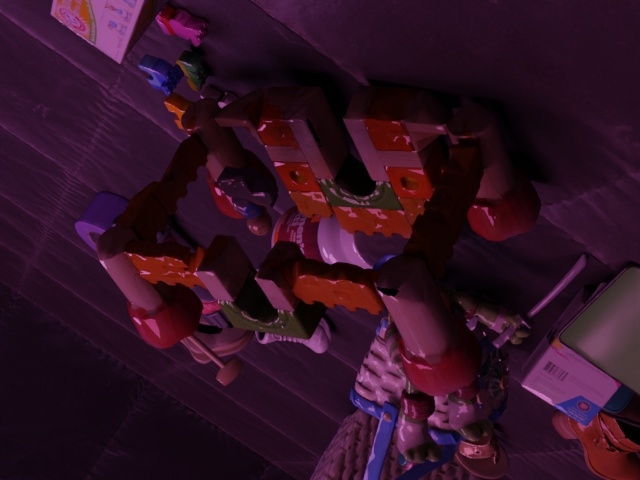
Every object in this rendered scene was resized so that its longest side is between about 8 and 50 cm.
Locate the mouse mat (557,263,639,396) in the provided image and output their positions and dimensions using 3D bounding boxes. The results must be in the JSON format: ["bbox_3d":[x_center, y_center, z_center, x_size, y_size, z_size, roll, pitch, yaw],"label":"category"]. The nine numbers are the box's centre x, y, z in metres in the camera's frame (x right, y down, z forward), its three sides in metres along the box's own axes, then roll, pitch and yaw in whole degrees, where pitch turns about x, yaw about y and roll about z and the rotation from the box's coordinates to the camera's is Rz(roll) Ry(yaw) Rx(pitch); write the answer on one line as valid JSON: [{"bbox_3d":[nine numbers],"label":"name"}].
[{"bbox_3d":[0.408,0.125,1.366,0.190,0.007,0.152,34,125,-6],"label":"mouse mat"}]

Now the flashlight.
[{"bbox_3d":[-0.260,0.041,2.139,0.103,0.103,0.304,15,150,49],"label":"flashlight"}]

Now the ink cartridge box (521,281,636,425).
[{"bbox_3d":[0.353,0.136,1.436,0.104,0.181,0.061,32,-157,-1],"label":"ink cartridge box"}]

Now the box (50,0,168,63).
[{"bbox_3d":[-0.226,-0.303,1.262,0.103,0.114,0.203,35,161,-8],"label":"box"}]

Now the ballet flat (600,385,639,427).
[{"bbox_3d":[0.429,0.212,1.544,0.280,0.095,0.096,34,175,-5],"label":"ballet flat"}]

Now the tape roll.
[{"bbox_3d":[-0.389,-0.009,2.218,0.189,0.080,0.189,28,160,11],"label":"tape roll"}]

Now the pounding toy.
[{"bbox_3d":[-0.225,0.156,2.293,0.269,0.154,0.155,46,164,19],"label":"pounding toy"}]

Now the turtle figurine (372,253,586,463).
[{"bbox_3d":[0.176,0.152,1.397,0.275,0.198,0.266,6,117,25],"label":"turtle figurine"}]

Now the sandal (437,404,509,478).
[{"bbox_3d":[0.291,0.375,2.116,0.240,0.088,0.079,44,157,-14],"label":"sandal"}]

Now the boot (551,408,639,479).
[{"bbox_3d":[0.476,0.324,1.757,0.197,0.073,0.152,35,155,-16],"label":"boot"}]

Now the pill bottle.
[{"bbox_3d":[0.030,-0.001,1.573,0.121,0.121,0.221,40,158,-21],"label":"pill bottle"}]

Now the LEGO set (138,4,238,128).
[{"bbox_3d":[-0.154,-0.196,1.443,0.093,0.087,0.227,20,158,28],"label":"LEGO set"}]

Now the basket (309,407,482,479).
[{"bbox_3d":[0.139,0.573,2.441,0.328,0.331,0.266,30,158,4],"label":"basket"}]

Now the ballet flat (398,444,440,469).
[{"bbox_3d":[0.191,0.373,2.151,0.079,0.077,0.221,31,-159,-15],"label":"ballet flat"}]

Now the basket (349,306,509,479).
[{"bbox_3d":[0.159,0.240,1.652,0.201,0.255,0.289,27,118,28],"label":"basket"}]

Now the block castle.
[{"bbox_3d":[0.000,0.000,1.291,0.453,0.303,0.213,5,143,32],"label":"block castle"}]

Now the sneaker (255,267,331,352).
[{"bbox_3d":[-0.072,0.157,2.089,0.090,0.115,0.232,6,147,50],"label":"sneaker"}]

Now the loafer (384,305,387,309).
[{"bbox_3d":[0.113,0.054,1.648,0.080,0.078,0.220,51,174,-8],"label":"loafer"}]
